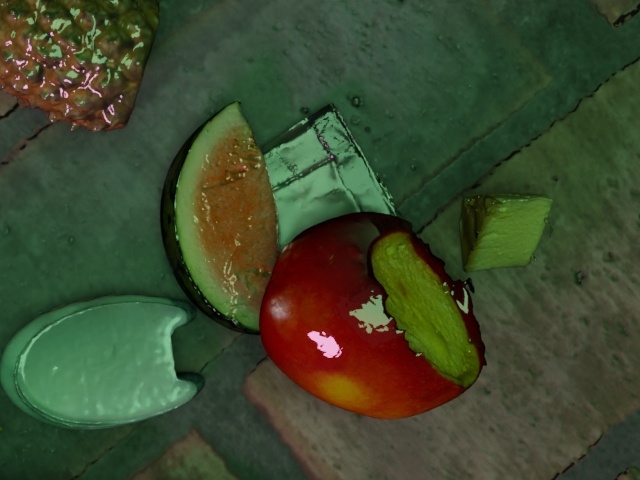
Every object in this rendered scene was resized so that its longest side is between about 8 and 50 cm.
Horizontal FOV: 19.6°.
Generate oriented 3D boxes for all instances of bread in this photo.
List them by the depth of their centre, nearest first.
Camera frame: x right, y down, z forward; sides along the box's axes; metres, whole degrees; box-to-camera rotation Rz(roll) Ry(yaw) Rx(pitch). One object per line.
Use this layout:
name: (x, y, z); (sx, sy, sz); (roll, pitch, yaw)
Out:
bread: (0.195, -0.009, 1.892); (0.084, 0.109, 0.080); (-4, 90, -11)

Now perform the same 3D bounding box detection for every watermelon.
watermelon: (-0.100, -0.013, 1.870); (0.119, 0.063, 0.245); (-11, 92, -12)

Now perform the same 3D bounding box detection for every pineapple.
pineapple: (-0.329, -0.221, 1.796); (0.341, 0.169, 0.169); (18, 91, -4)

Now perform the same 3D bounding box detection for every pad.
pad: (0.000, 0.000, 1.907); (0.174, 0.022, 0.233); (-32, 95, 1)

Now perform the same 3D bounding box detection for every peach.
peach: (0.059, 0.075, 1.809); (0.226, 0.190, 0.196); (16, 88, 5)

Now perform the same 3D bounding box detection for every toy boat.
toy boat: (-0.223, 0.121, 1.876); (0.208, 0.079, 0.134); (-10, 102, -17)

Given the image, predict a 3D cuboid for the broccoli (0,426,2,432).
broccoli: (-0.370, 0.300, 1.785); (0.281, 0.347, 0.293); (5, 136, -15)
